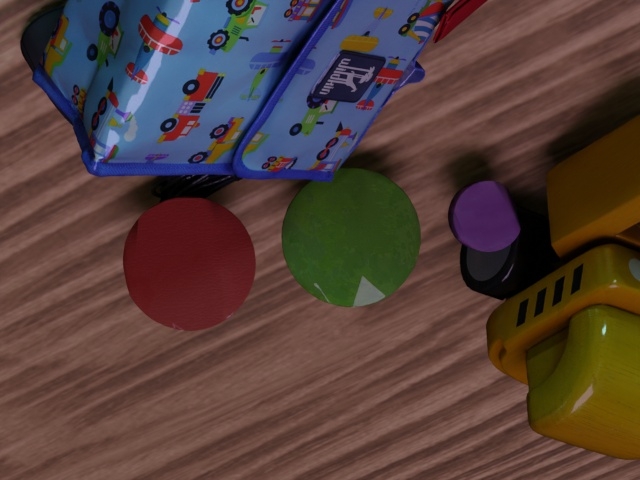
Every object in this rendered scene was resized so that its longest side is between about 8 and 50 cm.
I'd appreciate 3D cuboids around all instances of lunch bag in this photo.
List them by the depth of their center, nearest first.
[{"bbox_3d":[-0.035,-0.157,1.071,0.293,0.138,0.221,7,126,-41],"label":"lunch bag"}]

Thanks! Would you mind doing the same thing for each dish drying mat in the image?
[{"bbox_3d":[0.118,-0.188,1.110,0.008,0.083,0.032,35,139,12],"label":"dish drying mat"}]

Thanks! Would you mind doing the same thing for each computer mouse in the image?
[{"bbox_3d":[-0.117,-0.113,1.163,0.184,0.060,0.262,-22,139,17],"label":"computer mouse"}]

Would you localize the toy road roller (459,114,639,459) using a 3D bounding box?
[{"bbox_3d":[0.296,0.056,1.274,0.203,0.240,0.329,18,144,-29],"label":"toy road roller"}]

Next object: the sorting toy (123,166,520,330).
[{"bbox_3d":[0.000,0.000,1.304,0.366,0.127,0.126,-9,-178,-4],"label":"sorting toy"}]
